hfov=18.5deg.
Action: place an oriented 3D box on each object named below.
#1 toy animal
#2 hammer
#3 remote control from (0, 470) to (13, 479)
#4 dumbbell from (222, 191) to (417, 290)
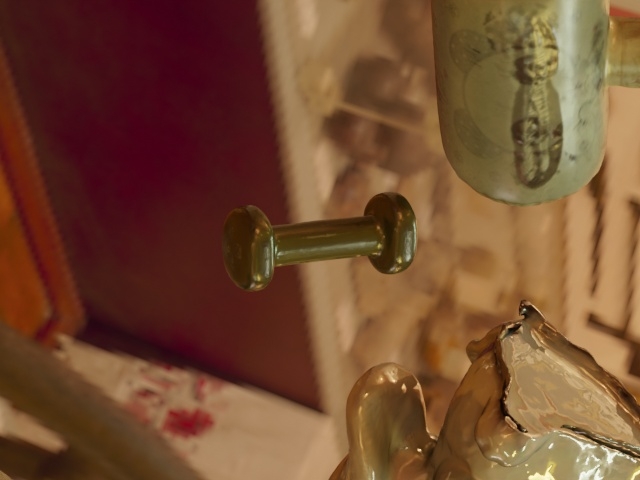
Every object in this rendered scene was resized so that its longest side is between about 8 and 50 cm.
[{"bbox_3d":[0.108,0.177,1.445,0.289,0.174,0.249,-34,132,12],"label":"toy animal"},{"bbox_3d":[0.223,-0.117,1.215,0.202,0.305,0.113,83,10,-45],"label":"hammer"},{"bbox_3d":[-0.227,0.272,1.381,0.050,0.344,0.145,36,89,-29],"label":"remote control"},{"bbox_3d":[0.000,0.000,1.178,0.118,0.046,0.052,-5,102,-26],"label":"dumbbell"}]
